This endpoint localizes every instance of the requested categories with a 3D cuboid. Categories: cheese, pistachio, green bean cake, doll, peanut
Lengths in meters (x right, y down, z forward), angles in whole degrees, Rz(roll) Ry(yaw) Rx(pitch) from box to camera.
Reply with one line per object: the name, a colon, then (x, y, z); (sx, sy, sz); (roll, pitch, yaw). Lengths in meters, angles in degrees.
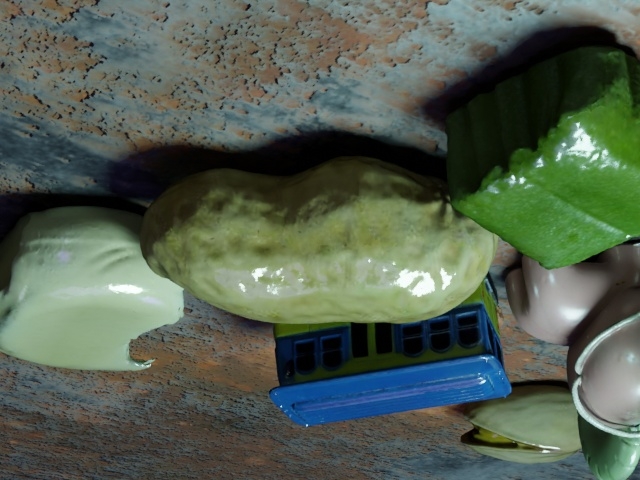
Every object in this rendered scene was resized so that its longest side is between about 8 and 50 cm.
cheese: (-0.279, 0.062, 1.417); (0.233, 0.127, 0.266); (16, 147, -30)
pistachio: (0.324, 0.293, 1.885); (0.206, 0.131, 0.130); (-3, 108, 0)
green bean cake: (0.260, -0.083, 1.220); (0.222, 0.125, 0.248); (-28, 145, 34)
doll: (0.359, 0.147, 1.486); (0.216, 0.268, 0.284); (1, 150, -12)
peanut: (0.000, 0.000, 1.292); (0.387, 0.170, 0.192); (-1, 145, -3)

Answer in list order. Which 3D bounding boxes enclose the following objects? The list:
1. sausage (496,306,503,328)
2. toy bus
sausage: (0.196, 0.131, 1.681); (0.035, 0.030, 0.147); (23, 141, -37)
toy bus: (0.083, 0.127, 1.518); (0.287, 0.175, 0.138); (-11, 150, 14)
